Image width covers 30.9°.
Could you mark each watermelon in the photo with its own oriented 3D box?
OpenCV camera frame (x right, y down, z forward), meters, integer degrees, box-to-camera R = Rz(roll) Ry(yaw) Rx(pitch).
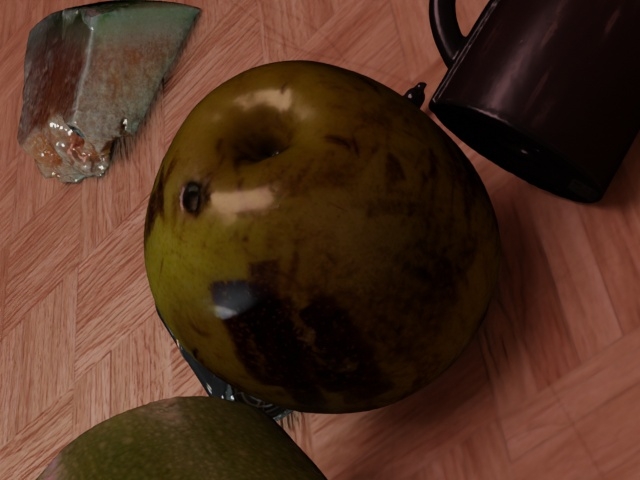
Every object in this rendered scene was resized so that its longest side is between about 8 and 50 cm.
[{"bbox_3d":[-0.326,-0.240,1.631,0.264,0.151,0.302,5,71,54],"label":"watermelon"}]

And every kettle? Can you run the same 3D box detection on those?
[{"bbox_3d":[0.184,-0.173,0.882,0.202,0.144,0.232,30,85,13],"label":"kettle"}]

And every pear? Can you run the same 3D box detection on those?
[{"bbox_3d":[0.000,0.000,0.897,0.283,0.283,0.283,-33,43,37],"label":"pear"}]

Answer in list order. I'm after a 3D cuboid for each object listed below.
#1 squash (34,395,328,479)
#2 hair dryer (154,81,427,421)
[{"bbox_3d":[-0.050,0.302,0.775,0.263,0.263,0.384,-57,34,7],"label":"squash"},{"bbox_3d":[-0.005,-0.005,1.091,0.352,0.107,0.189,-51,37,7],"label":"hair dryer"}]
